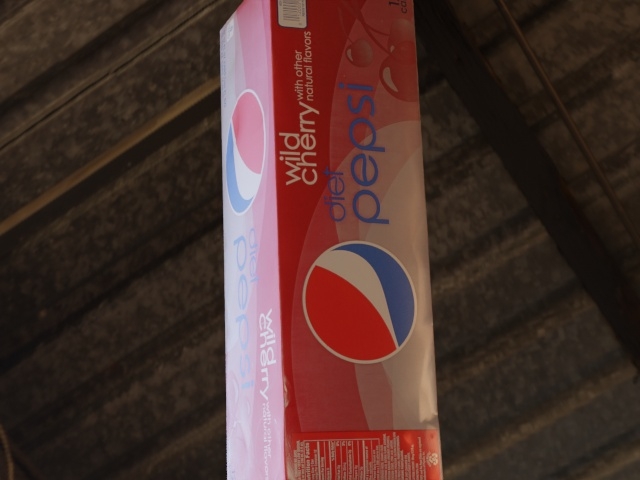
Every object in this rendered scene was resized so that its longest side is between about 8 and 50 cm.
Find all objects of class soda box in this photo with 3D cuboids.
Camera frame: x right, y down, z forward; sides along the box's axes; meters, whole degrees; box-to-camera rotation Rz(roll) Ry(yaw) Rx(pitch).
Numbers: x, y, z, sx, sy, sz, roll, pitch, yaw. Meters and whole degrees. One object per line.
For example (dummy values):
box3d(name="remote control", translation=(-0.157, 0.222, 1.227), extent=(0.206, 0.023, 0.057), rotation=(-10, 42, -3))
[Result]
box3d(name="soda box", translation=(0.000, 0.000, 0.578), extent=(0.084, 0.092, 0.263), rotation=(4, -104, -22))
